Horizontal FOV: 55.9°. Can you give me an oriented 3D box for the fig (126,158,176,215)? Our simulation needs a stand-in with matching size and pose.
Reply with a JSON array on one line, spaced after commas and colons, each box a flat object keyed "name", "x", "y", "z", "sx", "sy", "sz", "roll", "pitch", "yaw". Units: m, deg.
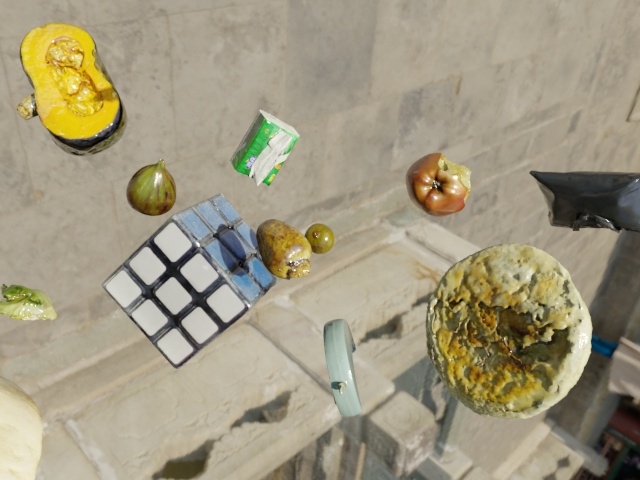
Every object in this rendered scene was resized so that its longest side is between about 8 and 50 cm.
[{"name": "fig", "x": -0.361, "y": -0.122, "z": 1.315, "sx": 0.109, "sy": 0.103, "sz": 0.155, "roll": -32, "pitch": 163, "yaw": -53}]

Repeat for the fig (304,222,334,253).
[{"name": "fig", "x": 0.000, "y": 0.000, "z": 1.442, "sx": 0.074, "sy": 0.074, "sz": 0.088, "roll": -52, "pitch": 157, "yaw": -9}]

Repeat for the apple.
[{"name": "apple", "x": 0.275, "y": -0.130, "z": 1.432, "sx": 0.147, "sy": 0.156, "sz": 0.158, "roll": -25, "pitch": 176, "yaw": 31}]

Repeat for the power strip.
[{"name": "power strip", "x": 0.048, "y": 0.274, "z": 1.355, "sx": 0.054, "sy": 0.253, "sz": 0.168, "roll": -14, "pitch": 118, "yaw": 8}]

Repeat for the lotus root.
[{"name": "lotus root", "x": -0.094, "y": 0.007, "z": 1.335, "sx": 0.108, "sy": 0.191, "sz": 0.094, "roll": -38, "pitch": 141, "yaw": -7}]

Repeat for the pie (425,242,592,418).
[{"name": "pie", "x": 0.337, "y": 0.170, "z": 1.127, "sx": 0.077, "sy": 0.339, "sz": 0.339, "roll": 10, "pitch": 108, "yaw": -47}]

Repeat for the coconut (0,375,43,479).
[{"name": "coconut", "x": -0.466, "y": 0.268, "z": 0.688, "sx": 0.328, "sy": 0.328, "sz": 0.329, "roll": -31, "pitch": 137, "yaw": -34}]

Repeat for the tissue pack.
[{"name": "tissue pack", "x": -0.181, "y": -0.300, "z": 2.025, "sx": 0.148, "sy": 0.156, "sz": 0.209, "roll": 25, "pitch": 108, "yaw": -33}]

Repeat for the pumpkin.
[{"name": "pumpkin", "x": -0.621, "y": -0.339, "z": 1.501, "sx": 0.242, "sy": 0.325, "sz": 0.232, "roll": -19, "pitch": 168, "yaw": -19}]

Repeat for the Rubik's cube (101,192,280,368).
[{"name": "Rubik's cube", "x": -0.324, "y": 0.095, "z": 1.603, "sx": 0.303, "sy": 0.301, "sz": 0.305, "roll": -39, "pitch": -178, "yaw": 19}]

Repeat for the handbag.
[{"name": "handbag", "x": 0.650, "y": -0.090, "z": 1.446, "sx": 0.211, "sy": 0.254, "sz": 0.089, "roll": 52, "pitch": 58, "yaw": -40}]

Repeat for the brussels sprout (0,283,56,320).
[{"name": "brussels sprout", "x": -0.871, "y": 0.185, "z": 1.792, "sx": 0.139, "sy": 0.180, "sz": 0.101, "roll": 32, "pitch": 64, "yaw": -79}]
